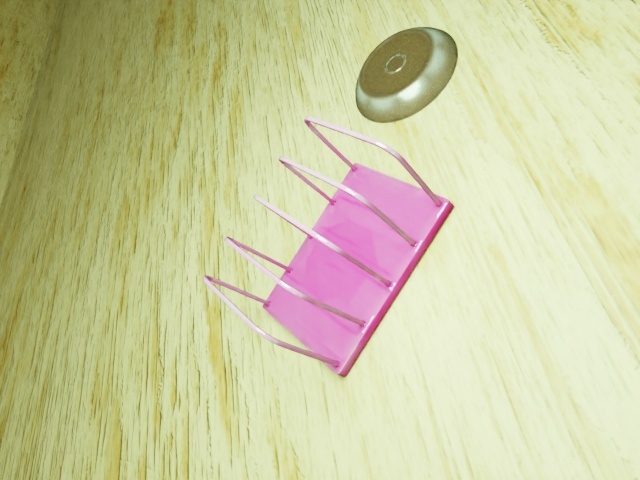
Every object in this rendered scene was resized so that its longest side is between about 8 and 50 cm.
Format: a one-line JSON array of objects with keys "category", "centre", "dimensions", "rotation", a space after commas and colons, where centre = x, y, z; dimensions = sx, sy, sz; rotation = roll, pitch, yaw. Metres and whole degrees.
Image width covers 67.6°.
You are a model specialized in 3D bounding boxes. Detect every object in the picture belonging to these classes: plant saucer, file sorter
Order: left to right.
[{"category": "file sorter", "centre": [0.000, 0.000, 0.682], "dimensions": [0.202, 0.182, 0.290], "rotation": [32, 89, 44]}, {"category": "plant saucer", "centre": [0.137, -0.299, 0.835], "dimensions": [0.199, 0.036, 0.198], "rotation": [-19, 56, 30]}]
